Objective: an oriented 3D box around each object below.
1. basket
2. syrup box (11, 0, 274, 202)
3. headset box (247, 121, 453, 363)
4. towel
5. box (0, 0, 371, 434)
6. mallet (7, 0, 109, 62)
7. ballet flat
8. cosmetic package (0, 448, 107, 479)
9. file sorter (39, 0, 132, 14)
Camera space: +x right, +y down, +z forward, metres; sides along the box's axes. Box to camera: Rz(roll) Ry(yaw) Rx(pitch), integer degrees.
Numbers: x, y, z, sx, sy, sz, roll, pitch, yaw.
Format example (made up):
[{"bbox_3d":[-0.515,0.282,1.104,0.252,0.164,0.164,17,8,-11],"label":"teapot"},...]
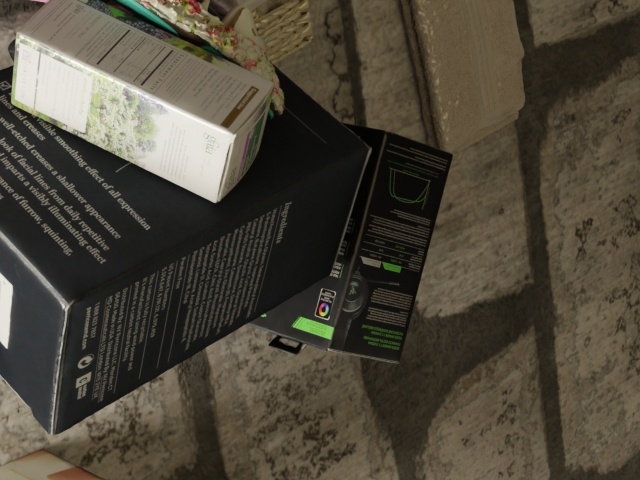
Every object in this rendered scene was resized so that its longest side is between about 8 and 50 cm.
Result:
[{"bbox_3d":[-0.101,-0.265,1.723,0.113,0.167,0.103,-35,126,-32],"label":"basket"},{"bbox_3d":[-0.172,-0.141,1.443,0.096,0.237,0.093,-58,169,-44],"label":"syrup box"},{"bbox_3d":[0.000,0.000,1.823,0.131,0.246,0.283,14,91,-44],"label":"headset box"},{"bbox_3d":[0.201,-0.271,2.080,0.187,0.049,0.282,-32,120,-34],"label":"towel"},{"bbox_3d":[-0.201,-0.041,1.554,0.395,0.293,0.212,-29,151,-34],"label":"box"},{"bbox_3d":[-0.274,-0.250,1.658,0.189,0.039,0.062,-56,134,-23],"label":"mallet"},{"bbox_3d":[-0.115,-0.218,1.476,0.241,0.091,0.077,38,80,-20],"label":"ballet flat"},{"bbox_3d":[-0.261,0.348,1.625,0.129,0.296,0.153,-23,115,-36],"label":"cosmetic package"},{"bbox_3d":[-0.228,-0.394,1.489,0.202,0.182,0.290,1,126,-42],"label":"file sorter"}]
